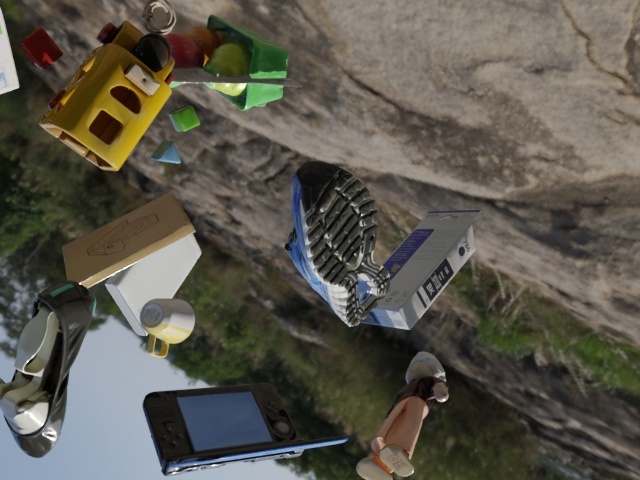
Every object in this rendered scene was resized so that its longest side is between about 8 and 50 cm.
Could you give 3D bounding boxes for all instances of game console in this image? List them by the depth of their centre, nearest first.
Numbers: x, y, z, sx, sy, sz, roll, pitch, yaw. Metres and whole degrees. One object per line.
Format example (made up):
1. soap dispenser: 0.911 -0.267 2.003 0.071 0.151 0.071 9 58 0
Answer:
1. game console: -0.142 0.327 1.306 0.293 0.173 0.250 4 -141 -35

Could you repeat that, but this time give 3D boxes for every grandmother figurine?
1. grandmother figurine: 0.191 0.352 1.498 0.208 0.342 0.104 -31 102 33

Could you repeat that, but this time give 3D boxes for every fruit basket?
1. fruit basket: -0.265 -0.376 1.530 0.327 0.353 0.165 41 135 45

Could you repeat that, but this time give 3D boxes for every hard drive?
1. hard drive: -0.435 0.072 1.895 0.040 0.307 0.203 6 137 25

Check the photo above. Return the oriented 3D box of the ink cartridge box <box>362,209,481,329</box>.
1. ink cartridge box: 0.217 0.056 1.547 0.165 0.332 0.065 1 130 52

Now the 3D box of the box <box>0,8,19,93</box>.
1. box: -0.479 -0.207 0.822 0.114 0.203 0.103 24 131 30

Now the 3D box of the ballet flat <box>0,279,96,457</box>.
1. ballet flat: -0.401 0.186 0.996 0.095 0.280 0.096 21 -170 18

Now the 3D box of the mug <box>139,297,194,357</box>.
1. mug: -0.209 0.112 0.959 0.078 0.062 0.064 69 -170 19

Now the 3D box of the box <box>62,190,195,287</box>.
1. box: -0.304 -0.002 1.117 0.164 0.201 0.021 44 160 60

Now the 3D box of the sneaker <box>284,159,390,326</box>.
1. sneaker: 0.000 0.000 1.030 0.147 0.130 0.330 34 158 30

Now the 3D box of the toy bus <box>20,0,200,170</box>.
1. toy bus: -0.224 -0.177 0.816 0.104 0.191 0.202 13 114 56
